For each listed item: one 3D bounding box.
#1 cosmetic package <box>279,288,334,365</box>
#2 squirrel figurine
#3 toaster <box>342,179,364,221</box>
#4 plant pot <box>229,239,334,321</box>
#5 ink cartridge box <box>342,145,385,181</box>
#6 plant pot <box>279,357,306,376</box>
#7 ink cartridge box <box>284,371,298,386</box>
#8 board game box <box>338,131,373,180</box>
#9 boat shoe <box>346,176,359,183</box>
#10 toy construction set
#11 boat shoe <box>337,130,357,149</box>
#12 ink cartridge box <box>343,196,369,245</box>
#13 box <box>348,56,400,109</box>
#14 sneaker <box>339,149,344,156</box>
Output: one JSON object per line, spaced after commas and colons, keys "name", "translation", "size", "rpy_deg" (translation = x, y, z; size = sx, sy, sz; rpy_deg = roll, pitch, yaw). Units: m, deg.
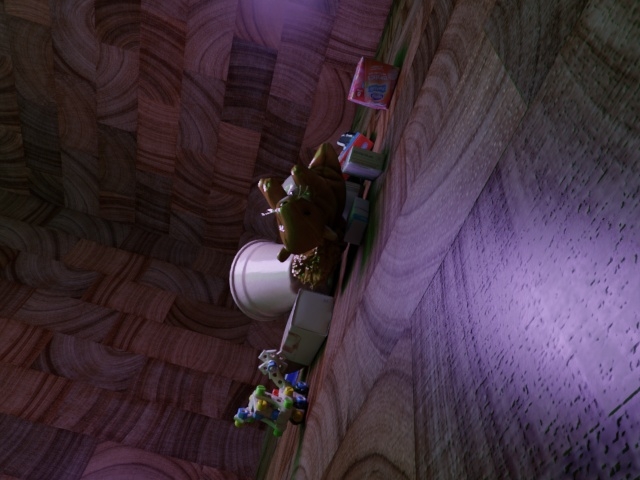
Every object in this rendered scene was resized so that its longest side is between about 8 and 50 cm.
{"name": "cosmetic package", "translation": [-0.054, 0.312, 1.715], "size": [0.296, 0.129, 0.153], "rpy_deg": [111, 175, -53]}
{"name": "squirrel figurine", "translation": [-0.020, -0.045, 1.505], "size": [0.370, 0.281, 0.397], "rpy_deg": [-94, -20, -62]}
{"name": "toaster", "translation": [0.065, -0.141, 1.773], "size": [0.129, 0.146, 0.227], "rpy_deg": [-99, 25, -80]}
{"name": "plant pot", "translation": [-0.125, 0.141, 1.870], "size": [0.305, 0.334, 0.334], "rpy_deg": [-12, 56, 46]}
{"name": "ink cartridge box", "translation": [0.132, -0.234, 1.471], "size": [0.181, 0.104, 0.062], "rpy_deg": [158, 128, -85]}
{"name": "plant pot", "translation": [-0.094, 0.438, 1.949], "size": [0.237, 0.109, 0.237], "rpy_deg": [-163, 90, -87]}
{"name": "ink cartridge box", "translation": [-0.135, 0.619, 2.303], "size": [0.224, 0.045, 0.223], "rpy_deg": [-81, 8, -62]}
{"name": "board game box", "translation": [0.085, -0.291, 1.970], "size": [0.316, 0.064, 0.242], "rpy_deg": [-52, 8, 11]}
{"name": "boat shoe", "translation": [0.124, -0.192, 1.985], "size": [0.075, 0.065, 0.206], "rpy_deg": [20, -85, -50]}
{"name": "toy construction set", "translation": [-0.148, 0.507, 1.595], "size": [0.328, 0.215, 0.151], "rpy_deg": [-81, 9, -66]}
{"name": "boat shoe", "translation": [0.155, -0.494, 2.397], "size": [0.302, 0.114, 0.091], "rpy_deg": [-117, 41, -68]}
{"name": "ink cartridge box", "translation": [0.110, -0.060, 1.456], "size": [0.122, 0.052, 0.088], "rpy_deg": [-80, 8, -52]}
{"name": "box", "translation": [0.193, -0.585, 1.828], "size": [0.300, 0.142, 0.154], "rpy_deg": [-85, 11, -74]}
{"name": "sneaker", "translation": [0.109, -0.317, 2.332], "size": [0.180, 0.124, 0.321], "rpy_deg": [-71, 13, -18]}
